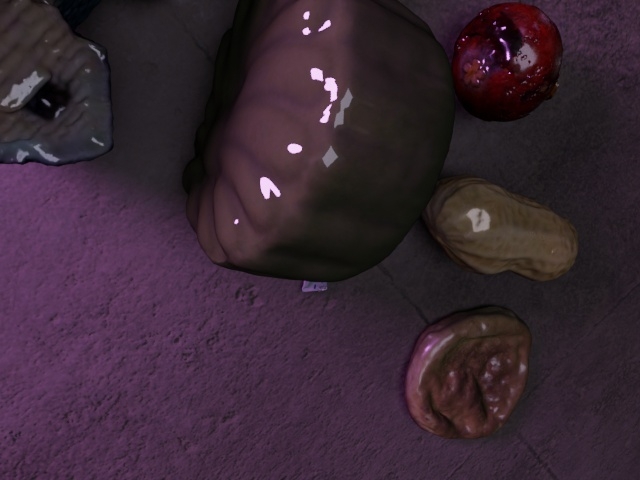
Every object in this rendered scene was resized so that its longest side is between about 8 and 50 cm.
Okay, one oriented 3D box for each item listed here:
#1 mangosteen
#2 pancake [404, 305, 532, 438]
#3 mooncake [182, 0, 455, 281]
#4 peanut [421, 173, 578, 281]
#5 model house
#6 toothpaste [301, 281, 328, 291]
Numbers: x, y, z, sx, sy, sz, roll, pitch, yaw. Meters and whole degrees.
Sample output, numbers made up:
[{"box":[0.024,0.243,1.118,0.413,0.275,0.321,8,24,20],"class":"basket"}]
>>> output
[{"box":[0.282,-0.264,0.748,0.180,0.166,0.166,-23,114,-42],"class":"mangosteen"},{"box":[0.288,0.253,0.946,0.295,0.049,0.294,-6,105,-21],"class":"pancake"},{"box":[-0.027,-0.119,0.573,0.188,0.351,0.350,14,99,-36],"class":"mooncake"},{"box":[0.298,-0.012,0.824,0.313,0.152,0.152,13,99,-27],"class":"peanut"},{"box":[-0.276,-0.232,0.468,0.298,0.243,0.284,-53,156,-5],"class":"model house"},{"box":[0.000,0.000,0.773,0.045,0.028,0.169,-2,107,-28],"class":"toothpaste"}]
